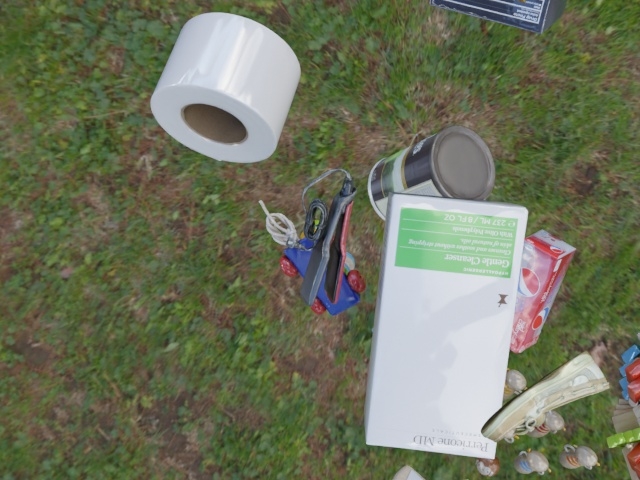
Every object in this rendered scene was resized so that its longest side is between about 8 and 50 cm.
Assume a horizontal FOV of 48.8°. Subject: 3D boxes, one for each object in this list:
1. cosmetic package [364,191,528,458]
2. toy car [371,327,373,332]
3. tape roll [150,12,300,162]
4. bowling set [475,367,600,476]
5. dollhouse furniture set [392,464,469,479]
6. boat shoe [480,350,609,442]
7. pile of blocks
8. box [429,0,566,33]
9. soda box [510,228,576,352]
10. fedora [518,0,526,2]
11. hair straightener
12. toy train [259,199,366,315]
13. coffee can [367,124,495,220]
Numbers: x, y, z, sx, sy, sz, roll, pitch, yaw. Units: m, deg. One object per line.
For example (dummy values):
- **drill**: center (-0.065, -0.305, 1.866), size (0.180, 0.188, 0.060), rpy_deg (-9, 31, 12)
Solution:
- **cosmetic package**: center (0.178, 0.117, 1.056), size (0.197, 0.155, 0.365), rpy_deg (5, 96, 2)
- **toy car**: center (0.244, 0.207, 1.915), size (0.219, 0.238, 0.210), rpy_deg (-39, 52, 0)
- **tape roll**: center (-0.176, -0.282, 1.331), size (0.246, 0.246, 0.169), rpy_deg (14, 67, 6)
- **bowling set**: center (0.442, 0.443, 1.532), size (0.287, 0.154, 0.200), rpy_deg (42, 70, 11)
- **dollhouse furniture set**: center (0.118, 0.256, 0.580), size (0.198, 0.286, 0.303), rpy_deg (42, 135, -2)
- **boat shoe**: center (0.240, 0.175, 0.751), size (0.153, 0.056, 0.048), rpy_deg (-27, 71, -21)
- **pile of blocks**: center (0.613, 0.307, 1.368), size (0.113, 0.149, 0.362), rpy_deg (8, 83, -30)
- **box**: center (0.443, -0.683, 1.656), size (0.296, 0.183, 0.294), rpy_deg (24, 130, 23)
- **soda box**: center (0.453, 0.114, 1.531), size (0.092, 0.083, 0.263), rpy_deg (35, 128, 33)
- **fedora**: center (0.353, -0.522, 1.252), size (0.079, 0.194, 0.194), rpy_deg (-20, 95, 27)
- **hair straightener**: center (0.000, 0.000, 0.977), size (0.089, 0.047, 0.230), rpy_deg (-6, 131, -25)
- **toy train**: center (-0.018, 0.001, 1.253), size (0.105, 0.143, 0.248), rpy_deg (-31, 107, 17)
- **coffee can**: center (0.279, -0.157, 1.814), size (0.202, 0.275, 0.201), rpy_deg (7, 76, -29)
